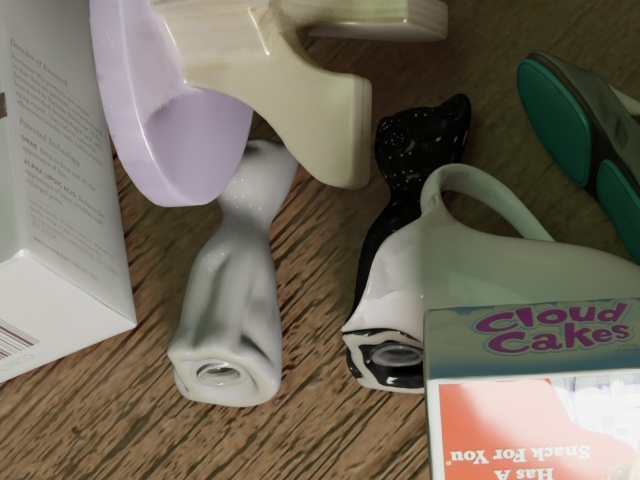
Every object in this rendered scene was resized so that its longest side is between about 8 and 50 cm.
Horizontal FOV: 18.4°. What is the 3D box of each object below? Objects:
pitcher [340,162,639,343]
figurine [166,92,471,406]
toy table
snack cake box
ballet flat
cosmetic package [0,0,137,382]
[{"bbox_3d":[0.138,0.039,1.219,0.207,0.125,0.177,27,42,3],"label":"pitcher"},{"bbox_3d":[0.000,0.000,1.354,0.215,0.092,0.209,-7,57,25],"label":"figurine"},{"bbox_3d":[-0.040,-0.163,1.301,0.161,0.252,0.274,-2,96,29],"label":"toy table"},{"bbox_3d":[0.192,0.116,1.097,0.264,0.152,0.089,-3,24,4],"label":"snack cake box"},{"bbox_3d":[0.199,-0.053,1.285,0.068,0.072,0.213,-14,45,-16],"label":"ballet flat"},{"bbox_3d":[-0.284,-0.088,1.487,0.217,0.156,0.385,-24,60,17],"label":"cosmetic package"}]
